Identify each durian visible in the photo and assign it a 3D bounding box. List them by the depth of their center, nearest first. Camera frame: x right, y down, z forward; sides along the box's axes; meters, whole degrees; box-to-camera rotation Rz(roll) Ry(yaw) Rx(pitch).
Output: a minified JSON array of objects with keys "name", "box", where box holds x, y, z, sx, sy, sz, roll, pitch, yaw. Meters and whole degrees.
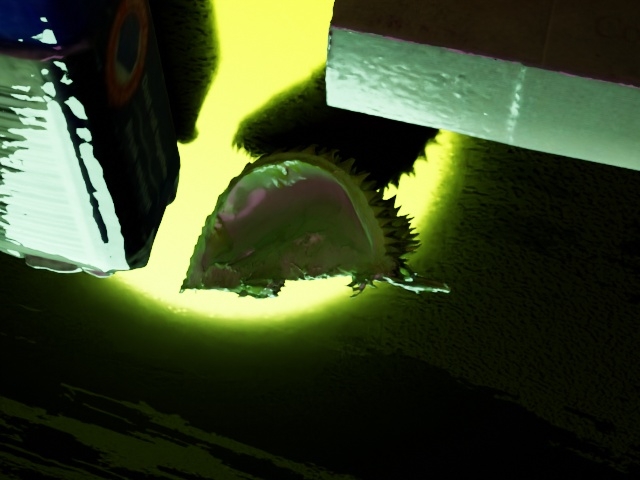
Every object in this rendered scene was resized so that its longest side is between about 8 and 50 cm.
[{"name":"durian","box":[0.000,0.000,0.841,0.215,0.100,0.086,-5,146,41]}]

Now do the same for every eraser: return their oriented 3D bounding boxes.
[{"name":"eraser","box":[-0.177,-0.108,0.757,0.155,0.101,0.332,12,147,10]}]

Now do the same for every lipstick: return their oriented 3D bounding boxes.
[{"name":"lipstick","box":[0.163,-0.080,0.677,0.317,0.066,0.068,12,148,7]}]
